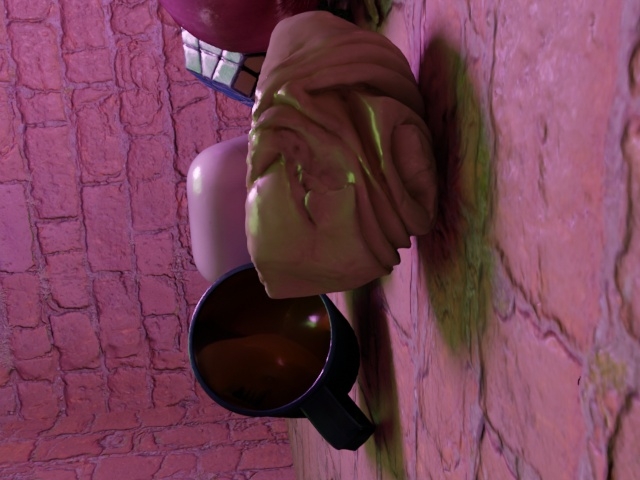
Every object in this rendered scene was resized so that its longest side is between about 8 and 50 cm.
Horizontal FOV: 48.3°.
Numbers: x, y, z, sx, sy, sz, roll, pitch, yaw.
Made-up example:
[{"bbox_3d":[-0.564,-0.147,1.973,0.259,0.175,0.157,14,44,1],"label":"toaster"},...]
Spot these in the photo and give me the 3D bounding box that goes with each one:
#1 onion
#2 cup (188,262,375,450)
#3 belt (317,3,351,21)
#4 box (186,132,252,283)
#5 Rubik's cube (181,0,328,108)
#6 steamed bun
[{"bbox_3d":[-0.078,-0.459,1.085,0.358,0.344,0.358,-169,90,-79],"label":"onion"},{"bbox_3d":[-0.034,0.198,1.232,0.292,0.307,0.242,55,-126,-70],"label":"cup"},{"bbox_3d":[0.019,-0.330,1.244,0.121,0.079,0.151,-87,12,-47],"label":"belt"},{"bbox_3d":[-0.106,-0.080,1.417,0.141,0.349,0.289,26,128,36],"label":"box"},{"bbox_3d":[-0.120,-0.405,1.396,0.264,0.319,0.319,-65,9,2],"label":"Rubik's cube"},{"bbox_3d":[0.033,-0.091,0.812,0.276,0.203,0.289,82,-166,-63],"label":"steamed bun"}]
